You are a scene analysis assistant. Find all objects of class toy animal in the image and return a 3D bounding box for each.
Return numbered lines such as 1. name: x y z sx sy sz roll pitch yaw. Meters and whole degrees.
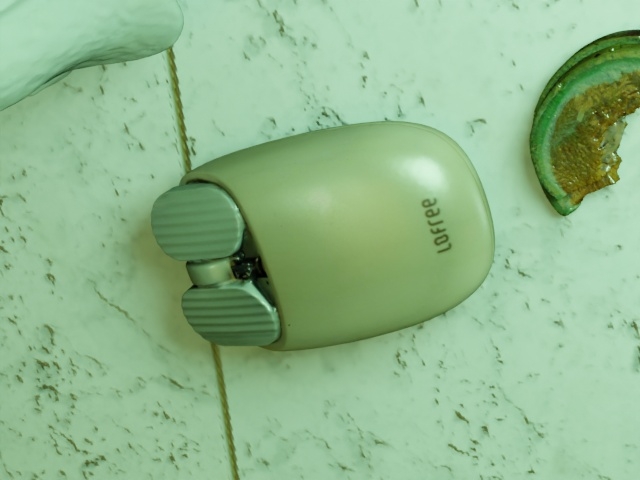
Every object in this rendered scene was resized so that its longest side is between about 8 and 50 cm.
1. toy animal: -0.235 -0.161 1.148 0.271 0.265 0.206 13 118 15

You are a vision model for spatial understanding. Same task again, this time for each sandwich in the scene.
1. sandwich: 0.168 -0.075 1.150 0.067 0.029 0.135 28 120 11

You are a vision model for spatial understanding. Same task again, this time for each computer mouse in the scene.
1. computer mouse: 0.000 0.000 1.225 0.236 0.082 0.145 -10 109 25
